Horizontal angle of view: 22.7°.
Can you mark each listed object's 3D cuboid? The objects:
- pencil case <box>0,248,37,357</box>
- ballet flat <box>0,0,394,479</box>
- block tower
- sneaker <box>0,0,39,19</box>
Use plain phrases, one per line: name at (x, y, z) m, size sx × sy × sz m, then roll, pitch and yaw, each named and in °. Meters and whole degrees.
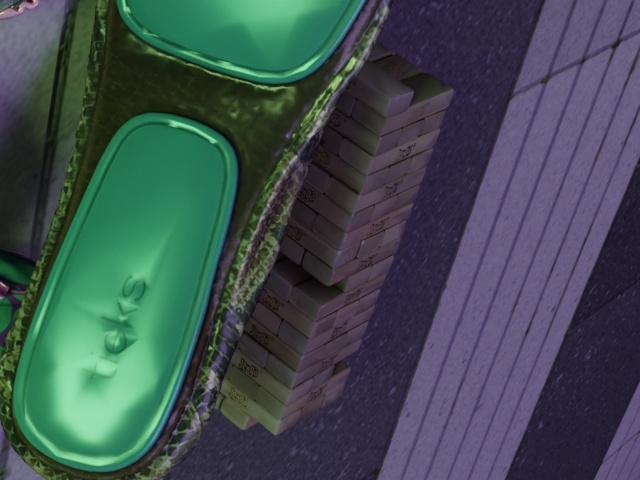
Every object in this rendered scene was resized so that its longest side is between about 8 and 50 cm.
pencil case at (-0.219, 0.077, 0.978) m, size 0.152 × 0.064 × 0.070 m, roll -63°, pitch -179°, yaw 16°
ballet flat at (-0.061, -0.085, 0.947) m, size 0.182 × 0.164 × 0.483 m, roll -31°, pitch 142°, yaw -83°
block tower at (0.000, 0.000, 1.242) m, size 0.097 × 0.091 × 0.335 m, roll -26°, pitch 144°, yaw -47°
sneaker at (-0.148, -0.169, 0.835) m, size 0.119 × 0.047 × 0.057 m, roll -51°, pitch 136°, yaw -13°
